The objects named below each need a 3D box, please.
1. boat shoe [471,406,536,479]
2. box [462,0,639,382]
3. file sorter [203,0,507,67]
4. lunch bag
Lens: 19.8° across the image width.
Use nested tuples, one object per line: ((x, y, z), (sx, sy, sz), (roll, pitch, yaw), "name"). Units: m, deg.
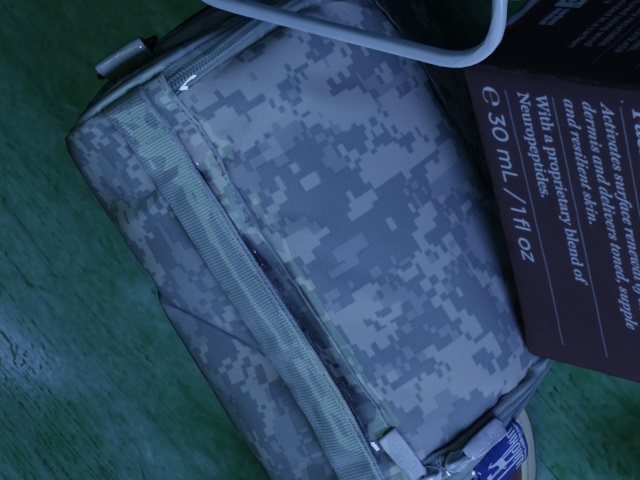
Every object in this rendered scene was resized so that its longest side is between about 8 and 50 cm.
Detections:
((0.050, 0.226, 1.281), (0.123, 0.123, 0.342), (33, 131, 13), "boat shoe")
((0.268, -0.012, 0.866), (0.381, 0.143, 0.191), (11, 130, 39), "box")
((0.066, -0.232, 0.875), (0.192, 0.278, 0.173), (18, 131, 26), "file sorter")
((0.000, 0.000, 1.054), (0.212, 0.256, 0.305), (-28, 98, 23), "lunch bag")
